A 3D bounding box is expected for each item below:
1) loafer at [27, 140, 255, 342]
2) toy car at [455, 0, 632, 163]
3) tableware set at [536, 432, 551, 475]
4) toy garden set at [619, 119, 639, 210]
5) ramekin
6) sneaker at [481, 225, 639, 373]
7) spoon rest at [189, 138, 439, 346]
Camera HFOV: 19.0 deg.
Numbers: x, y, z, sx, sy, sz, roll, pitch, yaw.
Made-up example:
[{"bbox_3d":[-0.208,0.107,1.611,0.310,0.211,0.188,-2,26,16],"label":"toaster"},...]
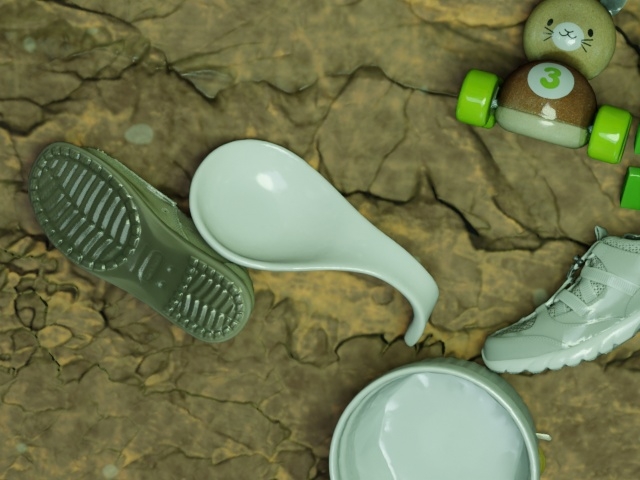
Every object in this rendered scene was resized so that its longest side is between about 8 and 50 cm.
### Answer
[{"bbox_3d":[-0.173,0.003,1.876,0.268,0.092,0.102,40,103,9],"label":"loafer"},{"bbox_3d":[0.229,-0.181,1.781,0.155,0.149,0.188,16,95,9],"label":"toy car"},{"bbox_3d":[0.173,0.251,1.958,0.104,0.024,0.154,12,107,3],"label":"tableware set"},{"bbox_3d":[0.404,-0.124,1.788,0.204,0.049,0.244,8,130,0],"label":"toy garden set"},{"bbox_3d":[0.120,0.213,1.889,0.207,0.109,0.207,3,100,14],"label":"ramekin"},{"bbox_3d":[0.279,0.045,1.860,0.281,0.105,0.115,-26,86,15],"label":"sneaker"},{"bbox_3d":[0.000,0.000,1.854,0.276,0.137,0.084,31,149,-10],"label":"spoon rest"}]
